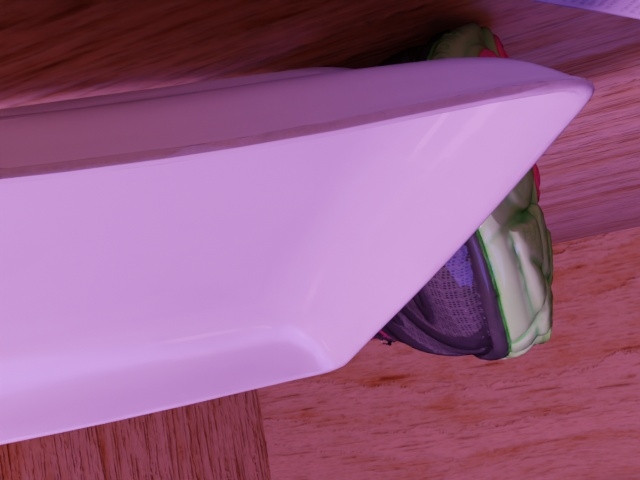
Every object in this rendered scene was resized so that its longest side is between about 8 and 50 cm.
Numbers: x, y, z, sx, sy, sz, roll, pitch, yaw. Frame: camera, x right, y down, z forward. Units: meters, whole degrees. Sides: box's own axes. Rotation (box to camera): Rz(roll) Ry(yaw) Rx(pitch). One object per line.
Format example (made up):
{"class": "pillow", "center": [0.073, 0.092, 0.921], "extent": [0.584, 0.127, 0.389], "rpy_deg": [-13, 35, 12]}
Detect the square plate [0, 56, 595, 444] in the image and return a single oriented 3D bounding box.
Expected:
{"class": "square plate", "center": [-0.107, 0.018, 0.640], "extent": [0.344, 0.049, 0.347], "rpy_deg": [-9, 161, -19]}

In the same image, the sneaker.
{"class": "sneaker", "center": [0.000, 0.000, 0.913], "extent": [0.202, 0.185, 0.483], "rpy_deg": [-12, 175, -14]}

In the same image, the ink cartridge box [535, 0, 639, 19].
{"class": "ink cartridge box", "center": [0.107, -0.127, 0.538], "extent": [0.232, 0.066, 0.189], "rpy_deg": [12, 174, -3]}
